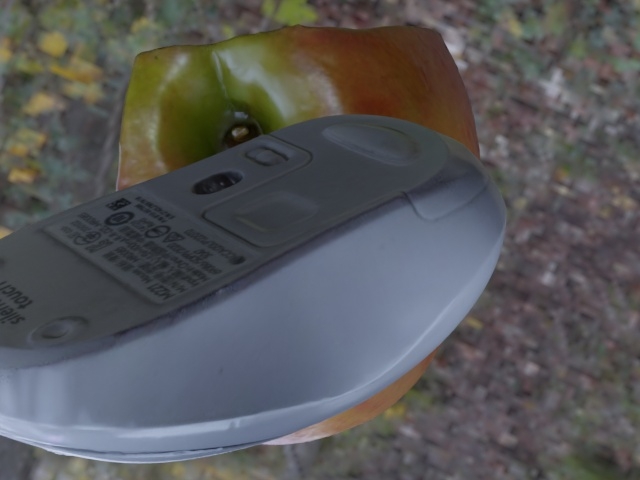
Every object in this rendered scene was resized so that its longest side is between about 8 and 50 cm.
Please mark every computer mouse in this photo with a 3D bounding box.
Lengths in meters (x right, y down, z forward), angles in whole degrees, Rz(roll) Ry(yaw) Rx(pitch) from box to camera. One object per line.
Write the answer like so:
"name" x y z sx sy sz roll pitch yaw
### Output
"computer mouse" -0.046 0.035 0.841 0.297 0.121 0.184 -29 -148 -28

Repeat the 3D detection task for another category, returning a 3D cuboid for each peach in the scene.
"peach" 0.000 0.000 1.269 0.242 0.306 0.380 1 176 7
